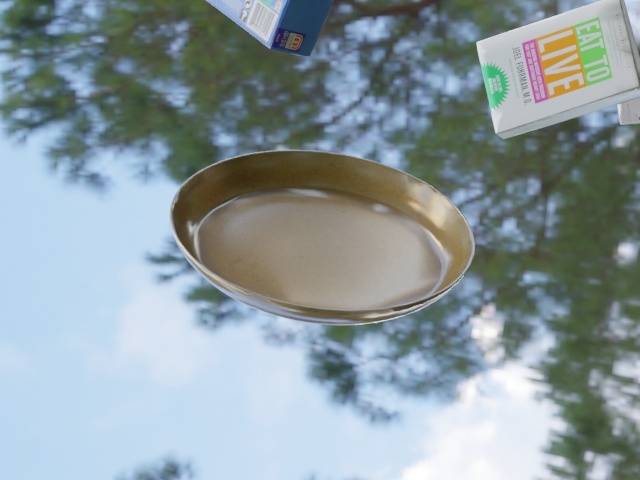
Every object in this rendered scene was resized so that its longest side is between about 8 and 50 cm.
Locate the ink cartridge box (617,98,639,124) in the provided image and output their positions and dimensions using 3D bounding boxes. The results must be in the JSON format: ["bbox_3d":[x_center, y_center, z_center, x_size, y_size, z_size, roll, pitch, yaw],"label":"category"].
[{"bbox_3d":[0.321,-0.138,1.605,0.028,0.083,0.048,-45,-54,-55],"label":"ink cartridge box"}]

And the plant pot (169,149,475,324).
[{"bbox_3d":[0.000,0.000,1.323,0.236,0.236,0.032,-16,-51,-35],"label":"plant pot"}]

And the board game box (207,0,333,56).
[{"bbox_3d":[-0.028,-0.275,1.365,0.047,0.160,0.210,6,-65,-42],"label":"board game box"}]

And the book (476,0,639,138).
[{"bbox_3d":[0.225,-0.162,1.604,0.035,0.144,0.096,19,-124,-62],"label":"book"}]
